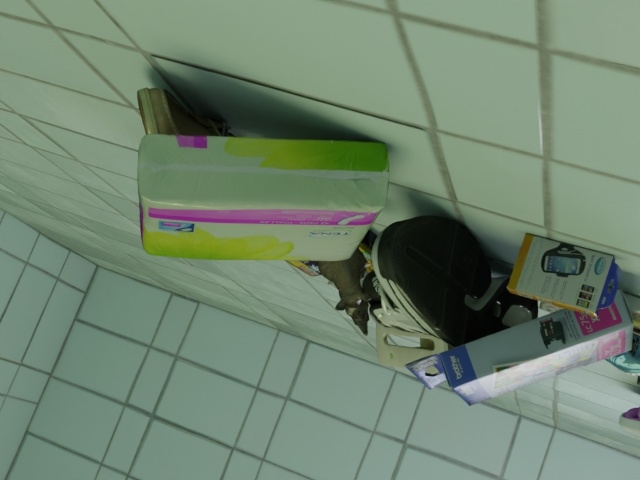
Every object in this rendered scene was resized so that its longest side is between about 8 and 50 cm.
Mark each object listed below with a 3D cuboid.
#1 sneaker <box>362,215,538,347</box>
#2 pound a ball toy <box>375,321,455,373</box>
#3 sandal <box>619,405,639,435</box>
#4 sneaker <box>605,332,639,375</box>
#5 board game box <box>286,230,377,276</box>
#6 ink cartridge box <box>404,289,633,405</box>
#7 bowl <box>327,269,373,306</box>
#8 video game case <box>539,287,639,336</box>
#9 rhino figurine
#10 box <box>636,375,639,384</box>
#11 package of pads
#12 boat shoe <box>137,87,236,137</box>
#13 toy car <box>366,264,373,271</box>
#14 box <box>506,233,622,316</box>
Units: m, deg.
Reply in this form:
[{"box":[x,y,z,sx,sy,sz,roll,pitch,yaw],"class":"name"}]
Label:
[{"box":[0.139,0.085,1.514,0.257,0.169,0.447,2,162,35],"class":"sneaker"},{"box":[0.263,0.202,2.116,0.208,0.135,0.319,-2,180,-26],"class":"pound a ball toy"},{"box":[0.731,0.362,2.023,0.169,0.102,0.416,5,178,4],"class":"sandal"},{"box":[0.453,0.161,1.517,0.162,0.063,0.073,13,163,33],"class":"sneaker"},{"box":[0.000,0.000,1.629,0.141,0.048,0.170,-12,153,28],"class":"board game box"},{"box":[0.290,0.168,1.405,0.311,0.065,0.186,-19,158,10],"class":"ink cartridge box"},{"box":[0.103,0.099,2.029,0.142,0.053,0.142,30,167,-40],"class":"bowl"},{"box":[0.456,0.114,1.507,0.227,0.026,0.206,19,169,12],"class":"video game case"},{"box":[0.029,0.028,1.432,0.073,0.243,0.106,-16,159,0],"class":"rhino figurine"},{"box":[0.618,0.207,1.503,0.183,0.059,0.232,11,168,-1],"class":"box"},{"box":[-0.079,-0.047,1.238,0.297,0.101,0.229,2,163,-9],"class":"package of pads"},{"box":[-0.159,-0.128,1.340,0.098,0.109,0.302,-18,155,8],"class":"boat shoe"},{"box":[0.070,0.021,1.811,0.040,0.060,0.122,-37,157,25],"class":"toy car"},{"box":[0.323,0.047,1.286,0.136,0.081,0.028,17,169,24],"class":"box"}]
